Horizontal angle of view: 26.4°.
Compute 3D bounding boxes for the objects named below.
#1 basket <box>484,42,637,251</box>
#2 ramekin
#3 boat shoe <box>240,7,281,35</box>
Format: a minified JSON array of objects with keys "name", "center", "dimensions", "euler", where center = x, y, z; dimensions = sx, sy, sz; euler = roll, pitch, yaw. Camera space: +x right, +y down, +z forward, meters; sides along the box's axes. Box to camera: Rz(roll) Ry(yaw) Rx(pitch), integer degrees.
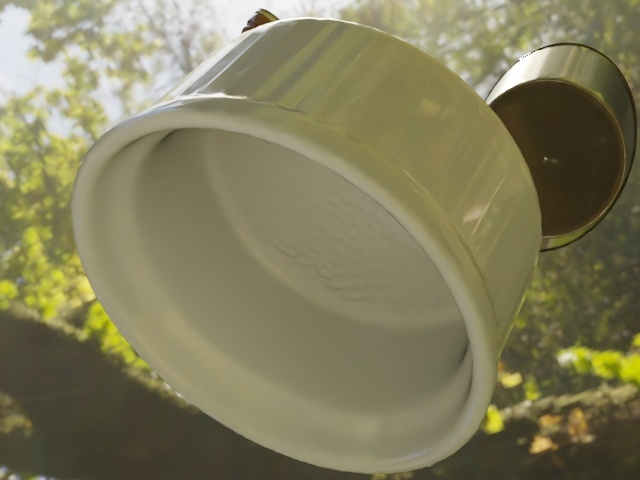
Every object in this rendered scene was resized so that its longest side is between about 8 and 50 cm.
[{"name":"basket","center":[0.199,-0.075,1.192],"dimensions":[0.227,0.154,0.204],"euler":[-31,-40,-77]},{"name":"ramekin","center":[0.000,0.000,0.834],"dimensions":[0.277,0.277,0.135],"euler":[56,-133,-22]},{"name":"boat shoe","center":[-0.046,-0.118,1.130],"dimensions":[0.064,0.060,0.178],"euler":[42,158,21]}]
